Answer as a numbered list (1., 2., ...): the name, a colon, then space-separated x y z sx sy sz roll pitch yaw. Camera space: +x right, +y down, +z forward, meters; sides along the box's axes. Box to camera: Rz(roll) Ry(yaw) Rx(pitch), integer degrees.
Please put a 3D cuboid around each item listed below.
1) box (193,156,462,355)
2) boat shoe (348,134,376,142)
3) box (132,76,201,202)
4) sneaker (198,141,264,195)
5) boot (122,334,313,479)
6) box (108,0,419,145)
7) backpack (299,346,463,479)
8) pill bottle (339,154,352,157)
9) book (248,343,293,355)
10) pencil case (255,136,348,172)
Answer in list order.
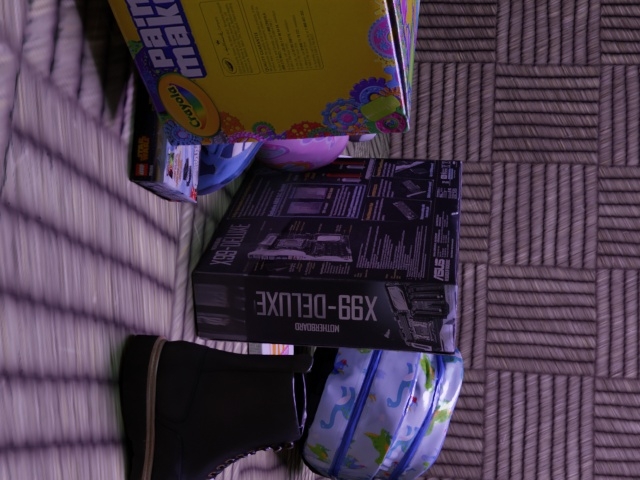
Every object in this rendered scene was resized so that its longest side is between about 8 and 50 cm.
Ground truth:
1. box: 0.024 0.001 1.030 0.307 0.242 0.077 -74 164 -63
2. boat shoe: 0.036 -0.228 1.192 0.096 0.088 0.268 109 -33 -46
3. box: -0.115 -0.104 0.773 0.094 0.027 0.137 42 51 -78
4. sneaker: -0.075 -0.099 0.831 0.059 0.144 0.053 28 22 -41
5. boot: -0.072 0.167 0.762 0.077 0.137 0.198 -75 166 -57
6. box: -0.034 -0.264 0.657 0.290 0.177 0.279 73 20 -47
7. backpack: 0.078 0.224 1.447 0.290 0.273 0.355 -64 159 -13
8. pill bottle: 0.000 0.000 1.297 0.121 0.121 0.216 37 55 -80
9. book: -0.062 0.125 1.203 0.096 0.035 0.144 -51 143 -62
10. pencil case: -0.041 -0.159 0.984 0.284 0.124 0.124 62 31 -75
